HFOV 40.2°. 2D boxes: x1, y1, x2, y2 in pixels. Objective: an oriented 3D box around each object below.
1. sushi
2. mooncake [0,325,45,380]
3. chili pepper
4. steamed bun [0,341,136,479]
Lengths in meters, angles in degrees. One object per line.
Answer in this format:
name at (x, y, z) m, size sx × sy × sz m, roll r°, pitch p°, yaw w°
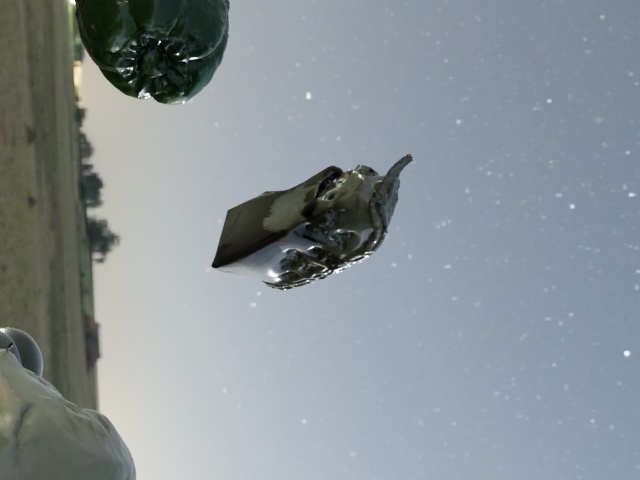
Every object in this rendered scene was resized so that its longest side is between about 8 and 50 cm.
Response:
sushi at (0.011, -0.014, 1.044) m, size 0.109 × 0.272 × 0.134 m, roll 55°, pitch 25°, yaw -28°
mooncake at (-0.433, 0.237, 1.131) m, size 0.275 × 0.135 × 0.275 m, roll 171°, pitch -90°, yaw -89°
chili pepper at (-0.218, -0.351, 1.099) m, size 0.167 × 0.213 × 0.385 m, roll 111°, pitch -26°, yaw -49°
steamed bun at (-0.244, 0.239, 0.613) m, size 0.206 × 0.275 × 0.320 m, roll 51°, pitch -28°, yaw 18°
